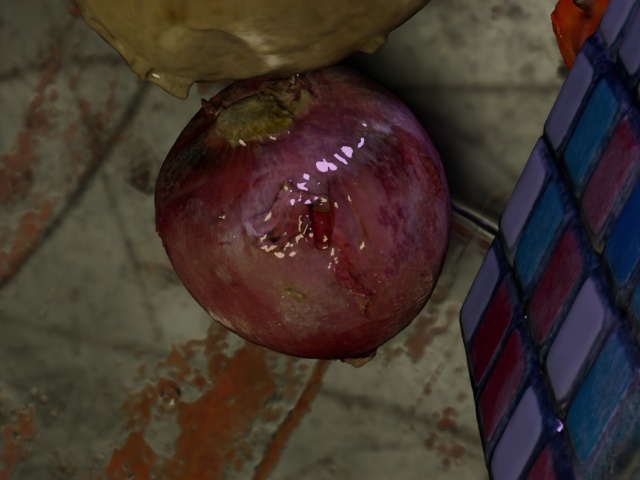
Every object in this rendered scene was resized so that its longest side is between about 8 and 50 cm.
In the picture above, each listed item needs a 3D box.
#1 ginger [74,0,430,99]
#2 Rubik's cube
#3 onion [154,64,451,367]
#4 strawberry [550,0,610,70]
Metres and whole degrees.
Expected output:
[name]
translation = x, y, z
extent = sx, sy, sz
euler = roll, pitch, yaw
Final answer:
[ginger]
translation = -0.030, -0.237, 0.893
extent = 0.244, 0.155, 0.304
euler = -17, 77, 16
[Rubik's cube]
translation = 0.250, 0.021, 0.770
extent = 0.293, 0.287, 0.292
euler = 19, 111, -9
[onion]
translation = 0.000, 0.000, 0.967
extent = 0.159, 0.159, 0.195
euler = -8, 134, 20
[strawberry]
translation = 0.201, -0.139, 0.900
extent = 0.121, 0.082, 0.188
euler = 40, 103, -13
